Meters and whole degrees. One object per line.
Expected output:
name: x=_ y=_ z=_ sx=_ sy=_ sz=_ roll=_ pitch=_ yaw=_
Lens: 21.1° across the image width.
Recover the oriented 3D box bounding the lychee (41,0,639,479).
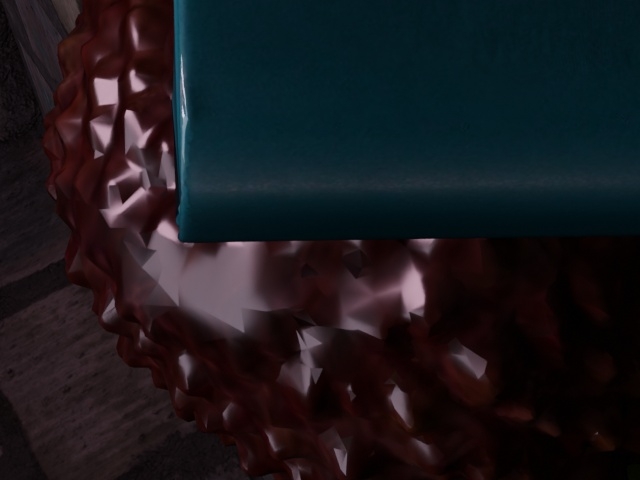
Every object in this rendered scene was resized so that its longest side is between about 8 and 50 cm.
lychee: x=0.039 y=-0.029 z=0.736 sx=0.306 sy=0.306 sz=0.330 roll=52 pitch=166 yaw=39

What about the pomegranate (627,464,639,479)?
pomegranate: x=0.138 y=0.164 z=0.913 sx=0.340 sy=0.260 sz=0.260 roll=62 pitch=168 yaw=16

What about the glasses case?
glasses case: x=0.111 y=-0.032 z=0.463 sx=0.117 sy=0.301 sz=0.070 roll=106 pitch=161 yaw=-74
